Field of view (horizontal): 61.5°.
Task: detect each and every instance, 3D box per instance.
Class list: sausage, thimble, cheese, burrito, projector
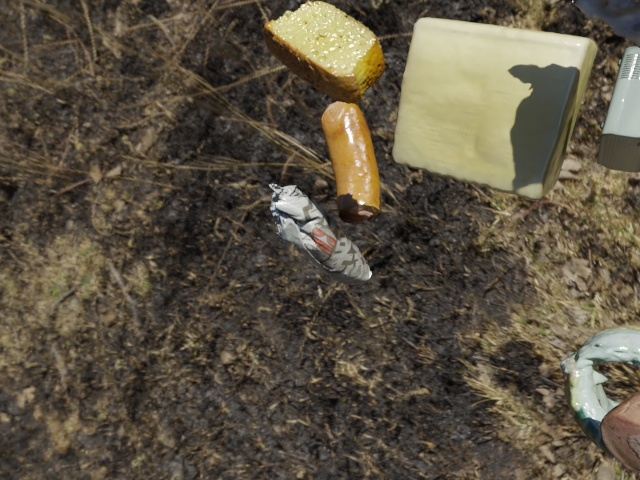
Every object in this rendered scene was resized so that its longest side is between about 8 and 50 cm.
[{"bbox_3d":[0.067,-0.169,1.138,0.108,0.108,0.271,-20,71,27],"label":"sausage"},{"bbox_3d":[0.642,0.310,1.099,0.288,0.167,0.254,29,105,31],"label":"thimble"},{"bbox_3d":[0.269,-0.219,0.874,0.265,0.123,0.243,20,121,27],"label":"cheese"},{"bbox_3d":[0.000,0.000,1.110,0.101,0.445,0.139,-41,62,1],"label":"burrito"},{"bbox_3d":[0.695,-0.284,1.204,0.108,0.250,0.199,16,88,28],"label":"projector"}]

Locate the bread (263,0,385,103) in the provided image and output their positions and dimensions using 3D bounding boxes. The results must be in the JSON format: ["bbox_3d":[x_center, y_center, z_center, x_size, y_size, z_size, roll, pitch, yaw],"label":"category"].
[{"bbox_3d":[0.004,-0.272,0.761,0.103,0.065,0.187,-41,64,-11],"label":"bread"}]

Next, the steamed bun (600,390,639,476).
[{"bbox_3d":[0.553,0.316,0.847,0.175,0.144,0.107,17,115,51],"label":"steamed bun"}]

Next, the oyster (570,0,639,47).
[{"bbox_3d":[0.404,-0.263,0.561,0.100,0.271,0.275,-53,30,8],"label":"oyster"}]
